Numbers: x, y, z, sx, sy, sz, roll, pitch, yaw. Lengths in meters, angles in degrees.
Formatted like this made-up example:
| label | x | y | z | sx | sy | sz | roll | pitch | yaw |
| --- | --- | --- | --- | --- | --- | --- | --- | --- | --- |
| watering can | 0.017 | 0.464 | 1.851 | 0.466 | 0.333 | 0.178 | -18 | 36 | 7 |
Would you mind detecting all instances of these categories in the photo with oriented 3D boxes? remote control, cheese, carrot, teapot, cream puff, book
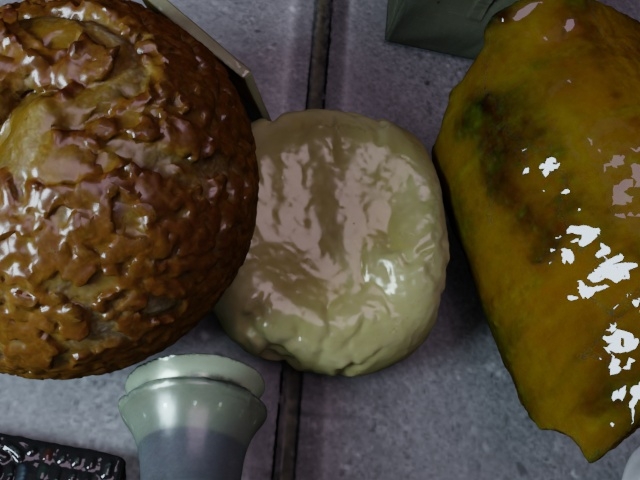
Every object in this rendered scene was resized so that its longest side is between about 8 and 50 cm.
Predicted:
| label | x | y | z | sx | sy | sz | roll | pitch | yaw |
| --- | --- | --- | --- | --- | --- | --- | --- | --- | --- |
| remote control | -0.267 | 0.166 | 0.605 | 0.245 | 0.025 | 0.063 | 13 | 61 | -6 |
| cheese | 0.000 | 0.000 | 0.702 | 0.213 | 0.117 | 0.226 | 4 | 67 | -4 |
| carrot | 0.234 | -0.009 | 0.686 | 0.241 | 0.241 | 0.341 | -12 | 66 | -18 |
| teapot | -0.089 | 0.207 | 0.552 | 0.183 | 0.183 | 0.251 | 5 | 53 | -11 |
| cream puff | -0.189 | -0.050 | 0.593 | 0.303 | 0.212 | 0.303 | -5 | 68 | 12 |
| book | -0.093 | -0.152 | 0.728 | 0.118 | 0.172 | 0.012 | 40 | 86 | 9 |

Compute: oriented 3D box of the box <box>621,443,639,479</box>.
| label | x | y | z | sx | sy | sz | roll | pitch | yaw |
| --- | --- | --- | --- | --- | --- | --- | --- | --- | --- |
| box | 0.345 | 0.216 | 0.626 | 0.206 | 0.262 | 0.291 | -1 | 26 | -2 |

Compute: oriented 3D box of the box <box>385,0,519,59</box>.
| label | x | y | z | sx | sy | sz | roll | pitch | yaw |
| --- | --- | --- | --- | --- | --- | --- | --- | --- | --- |
| box | 0.168 | -0.306 | 0.825 | 0.148 | 0.231 | 0.155 | 11 | 63 | -7 |
